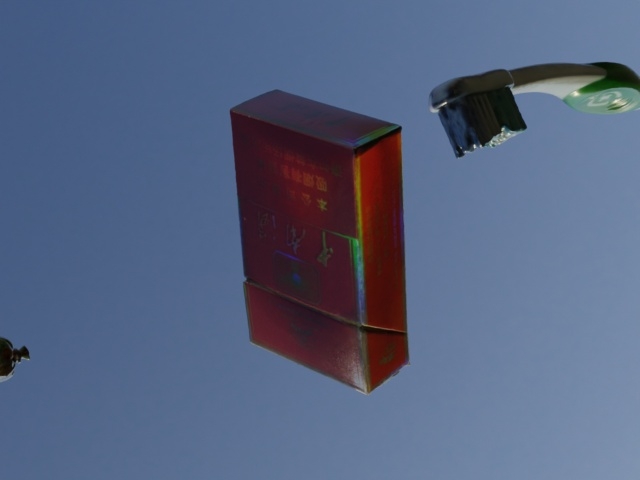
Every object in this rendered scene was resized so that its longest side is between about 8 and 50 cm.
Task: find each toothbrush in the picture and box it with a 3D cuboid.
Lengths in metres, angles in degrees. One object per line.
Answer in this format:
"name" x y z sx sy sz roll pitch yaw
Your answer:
"toothbrush" 0.175 -0.095 0.958 0.418 0.042 0.040 -17 -98 -57

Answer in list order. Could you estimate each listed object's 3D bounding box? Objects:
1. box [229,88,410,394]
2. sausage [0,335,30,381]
"box" -0.001 0.001 1.009 0.048 0.112 0.175 -29 -55 -40
"sausage" -0.305 0.084 0.942 0.269 0.033 0.033 -5 -102 -26
